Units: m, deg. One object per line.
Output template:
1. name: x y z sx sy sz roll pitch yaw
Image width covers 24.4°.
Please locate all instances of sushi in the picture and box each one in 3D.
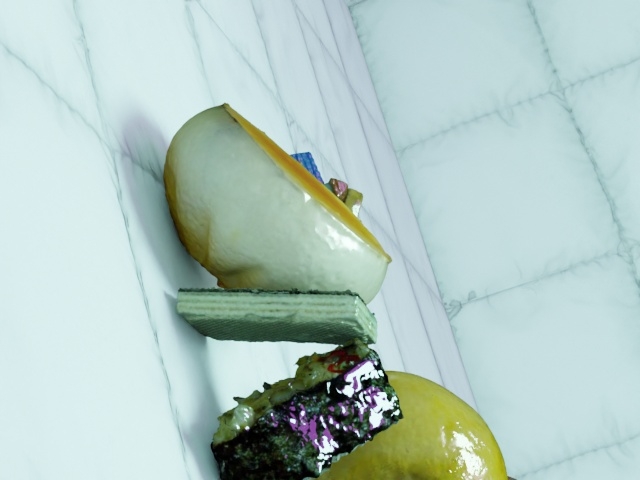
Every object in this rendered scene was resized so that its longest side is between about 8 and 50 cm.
1. sushi: -0.024 0.191 1.555 0.115 0.212 0.147 59 -28 3

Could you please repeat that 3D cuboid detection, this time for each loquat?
1. loquat: 0.084 0.282 1.720 0.263 0.263 0.263 -20 90 -80

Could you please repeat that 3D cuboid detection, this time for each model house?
1. model house: -0.041 -0.077 2.071 0.148 0.149 0.119 30 39 -77

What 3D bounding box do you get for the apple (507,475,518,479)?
1. apple: 0.222 0.460 2.018 0.235 0.306 0.305 -106 172 -59

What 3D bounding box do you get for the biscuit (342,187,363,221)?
1. biscuit: 0.002 0.001 2.142 0.035 0.184 0.249 31 7 -16

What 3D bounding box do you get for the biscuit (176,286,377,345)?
1. biscuit: -0.045 0.084 1.594 0.121 0.199 0.040 52 41 -69

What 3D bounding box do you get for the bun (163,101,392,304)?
1. bun: -0.065 -0.009 1.698 0.299 0.165 0.299 42 7 -6
